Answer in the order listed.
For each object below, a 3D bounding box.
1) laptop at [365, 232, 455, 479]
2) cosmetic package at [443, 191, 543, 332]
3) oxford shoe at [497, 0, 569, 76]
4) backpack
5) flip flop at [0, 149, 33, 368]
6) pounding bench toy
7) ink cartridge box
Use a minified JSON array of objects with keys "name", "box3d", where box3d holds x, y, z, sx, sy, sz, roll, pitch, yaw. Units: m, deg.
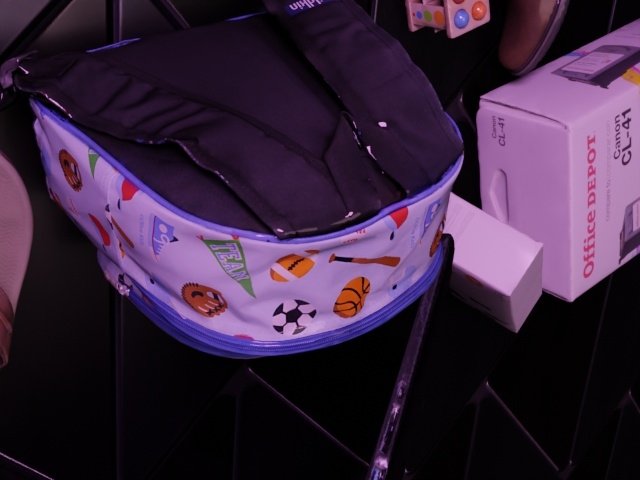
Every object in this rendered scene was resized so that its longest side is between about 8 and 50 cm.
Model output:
[{"name":"laptop","box3d":[-0.055,0.229,0.729,0.382,0.236,0.408,87,21,-58]},{"name":"cosmetic package","box3d":[0.166,0.031,0.810,0.060,0.098,0.239,-59,160,-5]},{"name":"oxford shoe","box3d":[0.197,-0.276,0.794,0.096,0.083,0.227,-1,113,-15]},{"name":"backpack","box3d":[-0.043,-0.040,0.560,0.276,0.263,0.213,-29,133,-28]},{"name":"flip flop","box3d":[-0.258,0.063,0.553,0.112,0.080,0.277,7,104,-41]},{"name":"pounding bench toy","box3d":[0.131,-0.230,0.754,0.083,0.065,0.052,-30,125,-27]},{"name":"ink cartridge box","box3d":[0.335,-0.103,0.936,0.306,0.131,0.226,-30,126,-28]}]
